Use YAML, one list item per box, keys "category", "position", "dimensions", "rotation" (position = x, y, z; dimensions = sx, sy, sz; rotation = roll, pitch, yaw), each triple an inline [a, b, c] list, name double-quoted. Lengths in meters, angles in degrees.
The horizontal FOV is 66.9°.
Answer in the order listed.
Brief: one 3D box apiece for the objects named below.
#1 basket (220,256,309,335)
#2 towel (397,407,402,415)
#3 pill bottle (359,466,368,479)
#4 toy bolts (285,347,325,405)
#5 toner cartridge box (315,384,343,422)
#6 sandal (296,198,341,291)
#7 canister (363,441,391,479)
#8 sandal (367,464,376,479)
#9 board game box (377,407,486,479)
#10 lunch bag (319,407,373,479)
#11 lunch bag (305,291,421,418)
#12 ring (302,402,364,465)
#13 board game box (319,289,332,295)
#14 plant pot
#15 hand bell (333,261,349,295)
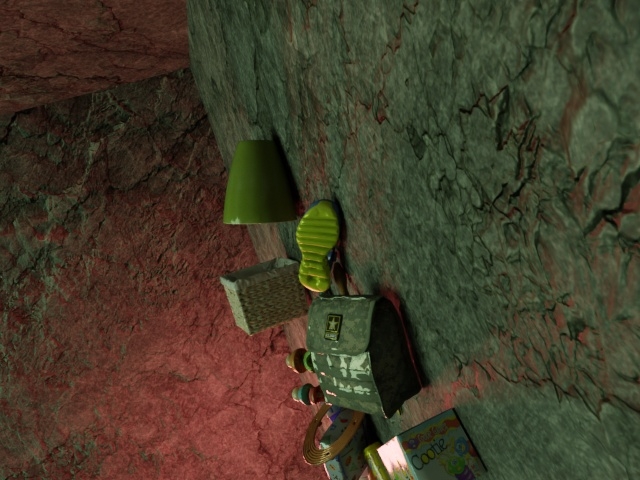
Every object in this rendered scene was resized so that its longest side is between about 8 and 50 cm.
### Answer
- category: "basket"
  position: [-0.263, 0.252, 2.273]
  dimensions: [0.328, 0.331, 0.267]
  rotation: [3, 108, 68]
- category: "towel"
  position: [0.187, 0.431, 1.517]
  dimensions: [0.237, 0.021, 0.102]
  rotation: [47, 159, 57]
- category: "pill bottle"
  position: [0.178, 1.020, 2.167]
  dimensions: [0.221, 0.121, 0.121]
  rotation: [90, 156, -56]
- category: "toy bolts"
  position: [-0.039, 0.569, 2.028]
  dimensions: [0.158, 0.218, 0.229]
  rotation: [-13, 70, 39]
- category: "toner cartridge box"
  position: [0.085, 0.773, 2.113]
  dimensions: [0.165, 0.075, 0.348]
  rotation: [47, 166, 50]
- category: "sandal"
  position: [0.000, 0.000, 1.437]
  dimensions: [0.138, 0.126, 0.318]
  rotation: [-65, -11, -46]
- category: "canister"
  position: [0.233, 0.869, 1.841]
  dimensions: [0.126, 0.073, 0.170]
  rotation: [88, 157, -53]
- category: "sandal"
  position: [0.250, 1.003, 1.899]
  dimensions: [0.076, 0.101, 0.266]
  rotation: [124, 127, -77]
- category: "board game box"
  position: [0.244, 0.507, 1.124]
  dimensions: [0.275, 0.144, 0.142]
  rotation: [94, 152, -61]
- category: "lunch bag"
  position: [0.115, 0.815, 1.926]
  dimensions: [0.114, 0.243, 0.304]
  rotation: [12, 126, 36]
- category: "lunch bag"
  position: [0.090, 0.270, 1.217]
  dimensions: [0.235, 0.168, 0.287]
  rotation: [-8, 102, 49]
- category: "ring"
  position: [0.058, 0.675, 1.784]
  dimensions: [0.032, 0.337, 0.336]
  rotation: [42, 171, -11]
- category: "board game box"
  position: [0.033, 0.278, 1.821]
  dimensions: [0.126, 0.026, 0.186]
  rotation: [144, 114, -76]
- category: "plant pot"
  position: [-0.230, -0.217, 1.792]
  dimensions: [0.275, 0.274, 0.294]
  rotation: [-162, 69, -73]
- category: "hand bell"
  position: [0.073, 0.164, 1.452]
  dimensions: [0.126, 0.126, 0.242]
  rotation: [86, 171, -49]
